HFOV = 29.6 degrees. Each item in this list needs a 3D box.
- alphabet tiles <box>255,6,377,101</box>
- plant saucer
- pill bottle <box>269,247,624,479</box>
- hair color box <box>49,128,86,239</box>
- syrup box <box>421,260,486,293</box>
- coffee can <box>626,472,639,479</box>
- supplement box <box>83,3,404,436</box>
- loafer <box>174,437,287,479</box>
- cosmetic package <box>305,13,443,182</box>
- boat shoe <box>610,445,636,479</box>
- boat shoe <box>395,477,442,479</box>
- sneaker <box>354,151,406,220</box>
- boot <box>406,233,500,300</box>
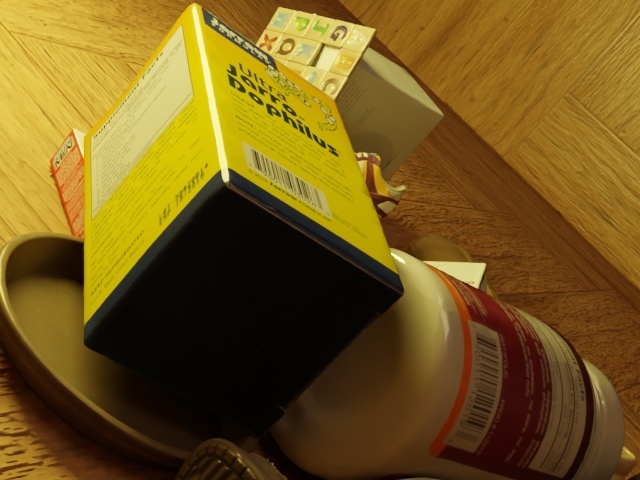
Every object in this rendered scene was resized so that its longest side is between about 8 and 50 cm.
[{"bbox_3d":[-0.049,-0.217,1.715,0.198,0.237,0.009,22,-13,41],"label":"alphabet tiles"},{"bbox_3d":[-0.170,0.099,1.054,0.278,0.041,0.278,36,18,-13],"label":"plant saucer"},{"bbox_3d":[0.141,0.162,1.238,0.392,0.224,0.224,26,22,-47],"label":"pill bottle"},{"bbox_3d":[-0.218,-0.037,1.265,0.093,0.053,0.167,26,25,-38],"label":"hair color box"},{"bbox_3d":[0.151,0.107,1.524,0.096,0.093,0.237,2,18,15],"label":"syrup box"},{"bbox_3d":[0.402,0.400,1.252,0.275,0.201,0.201,40,17,-5],"label":"coffee can"},{"bbox_3d":[-0.087,-0.032,1.128,0.195,0.194,0.356,32,23,-28],"label":"supplement box"},{"bbox_3d":[-0.018,0.261,0.890,0.268,0.102,0.092,52,13,30],"label":"loafer"},{"bbox_3d":[0.019,-0.182,1.829,0.225,0.224,0.138,23,25,-46],"label":"cosmetic package"},{"bbox_3d":[0.283,0.220,1.611,0.302,0.098,0.109,42,17,5],"label":"boat shoe"},{"bbox_3d":[0.132,0.298,1.128,0.302,0.091,0.114,31,64,-30],"label":"boat shoe"},{"bbox_3d":[0.037,-0.107,1.713,0.185,0.084,0.069,43,3,-16],"label":"sneaker"},{"bbox_3d":[0.272,0.113,1.877,0.236,0.089,0.269,30,19,-32],"label":"boot"}]
